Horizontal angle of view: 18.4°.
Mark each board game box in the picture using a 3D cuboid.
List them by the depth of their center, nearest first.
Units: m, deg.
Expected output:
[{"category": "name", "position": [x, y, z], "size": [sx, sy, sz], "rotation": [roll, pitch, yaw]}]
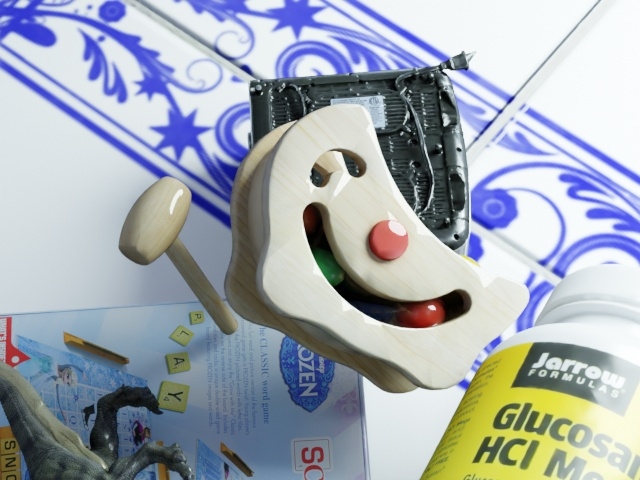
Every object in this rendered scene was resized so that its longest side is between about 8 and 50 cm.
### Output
[{"category": "board game box", "position": [-0.119, 0.196, 1.410], "size": [0.318, 0.066, 0.319], "rotation": [-3, 60, 1]}]

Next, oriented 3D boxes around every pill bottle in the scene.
[{"category": "pill bottle", "position": [0.161, 0.179, 1.323], "size": [0.188, 0.188, 0.334], "rotation": [21, 51, 14]}]

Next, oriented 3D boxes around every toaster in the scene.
[{"category": "toaster", "position": [0.036, -0.042, 1.513], "size": [0.185, 0.110, 0.168], "rotation": [-5, 61, 0]}]

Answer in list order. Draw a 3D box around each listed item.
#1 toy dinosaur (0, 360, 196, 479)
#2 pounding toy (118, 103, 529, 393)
[{"category": "toy dinosaur", "position": [-0.156, 0.156, 1.364], "size": [0.118, 0.064, 0.268], "rotation": [-27, 60, -5]}, {"category": "pounding toy", "position": [0.000, 0.000, 1.397], "size": [0.269, 0.155, 0.154], "rotation": [29, 74, -17]}]
